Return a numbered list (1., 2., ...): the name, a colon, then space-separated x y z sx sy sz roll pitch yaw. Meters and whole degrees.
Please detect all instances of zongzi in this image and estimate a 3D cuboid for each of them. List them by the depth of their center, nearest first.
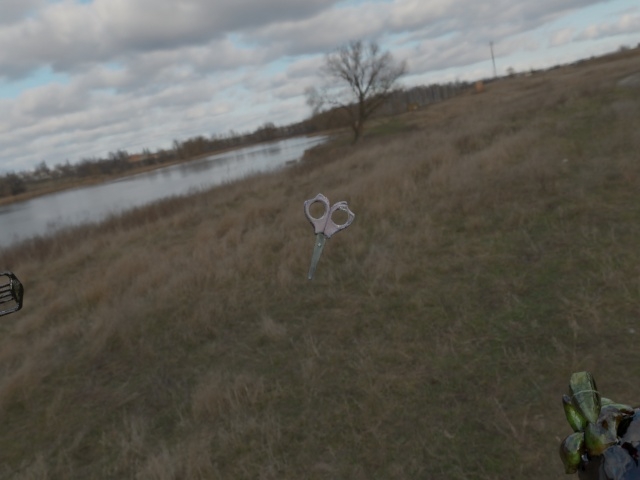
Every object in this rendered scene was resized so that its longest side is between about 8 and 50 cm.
1. zongzi: 0.482 0.308 0.997 0.052 0.104 0.113 -19 34 19

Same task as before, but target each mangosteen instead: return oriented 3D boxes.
1. mangosteen: 0.634 0.453 1.087 0.311 0.311 0.311 -13 11 3

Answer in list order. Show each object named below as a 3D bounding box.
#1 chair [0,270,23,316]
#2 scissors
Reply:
1. chair: -0.549 0.105 0.851 0.101 0.084 0.213 -6 10 45
2. scissors: 0.000 0.000 1.105 0.100 0.188 0.015 15 25 -2
